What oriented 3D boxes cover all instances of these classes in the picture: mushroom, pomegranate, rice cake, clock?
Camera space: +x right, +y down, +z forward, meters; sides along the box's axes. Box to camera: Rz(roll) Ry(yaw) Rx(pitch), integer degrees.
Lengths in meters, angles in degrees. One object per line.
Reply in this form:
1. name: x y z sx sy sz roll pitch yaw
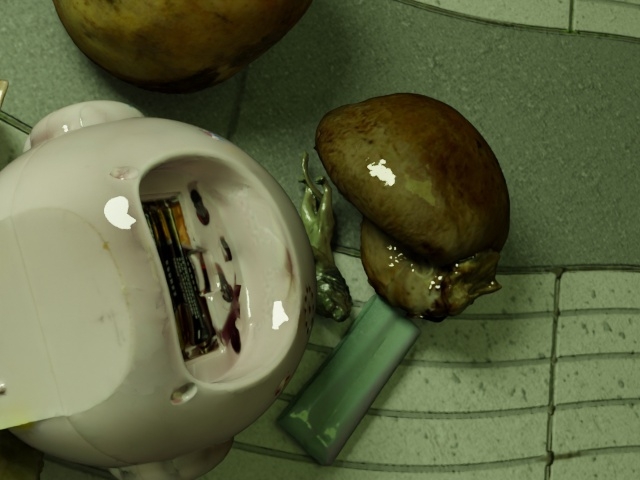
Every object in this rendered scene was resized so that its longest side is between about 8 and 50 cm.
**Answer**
1. mushroom: 0.123 -0.047 1.378 0.195 0.263 0.283 -21 86 10
2. pomegranate: -0.147 -0.313 1.277 0.322 0.322 0.322 11 65 -25
3. rice cake: 0.040 0.157 1.358 0.080 0.042 0.222 44 55 -6
4. clock: -0.143 0.040 1.130 0.376 0.250 0.368 -13 87 -62

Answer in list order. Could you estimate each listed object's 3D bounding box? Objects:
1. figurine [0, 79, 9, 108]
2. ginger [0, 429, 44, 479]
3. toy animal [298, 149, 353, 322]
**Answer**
1. figurine: -0.438 -0.153 1.152 0.236 0.141 0.163 25 88 -18
2. ginger: -0.379 0.178 1.073 0.263 0.109 0.116 28 87 -16
3. toy animal: -0.012 -0.006 1.383 0.086 0.069 0.220 10 69 -46
